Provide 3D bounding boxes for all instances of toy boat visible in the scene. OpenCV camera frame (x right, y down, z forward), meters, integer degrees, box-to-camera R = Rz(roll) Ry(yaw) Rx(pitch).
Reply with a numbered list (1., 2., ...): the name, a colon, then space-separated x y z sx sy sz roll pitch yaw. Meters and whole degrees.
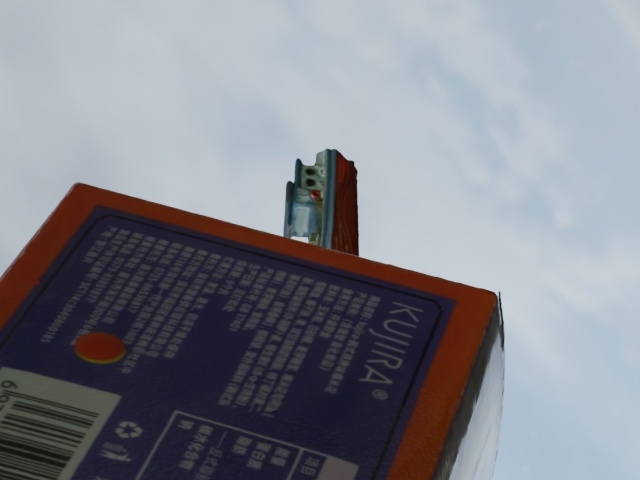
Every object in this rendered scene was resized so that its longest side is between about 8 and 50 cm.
1. toy boat: 0.000 0.000 1.586 0.069 0.058 0.173 95 176 -51

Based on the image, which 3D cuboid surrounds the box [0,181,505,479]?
1. box: -0.076 0.206 0.978 0.256 0.319 0.349 13 -150 9
